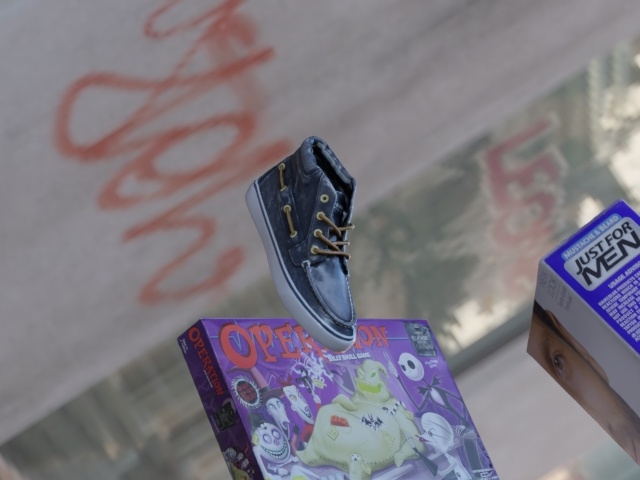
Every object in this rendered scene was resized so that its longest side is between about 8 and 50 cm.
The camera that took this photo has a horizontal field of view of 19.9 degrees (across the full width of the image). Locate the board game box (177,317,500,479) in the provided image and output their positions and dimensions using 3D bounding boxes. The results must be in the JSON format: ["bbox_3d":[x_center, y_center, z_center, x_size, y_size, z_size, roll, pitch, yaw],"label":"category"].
[{"bbox_3d":[0.026,0.177,1.861,0.347,0.056,0.208,2,52,-47],"label":"board game box"}]

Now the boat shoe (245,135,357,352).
[{"bbox_3d":[0.000,0.000,1.520,0.065,0.083,0.183,14,41,-47],"label":"boat shoe"}]

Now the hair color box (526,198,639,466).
[{"bbox_3d":[0.332,0.144,1.587,0.339,0.110,0.185,48,-18,24],"label":"hair color box"}]
